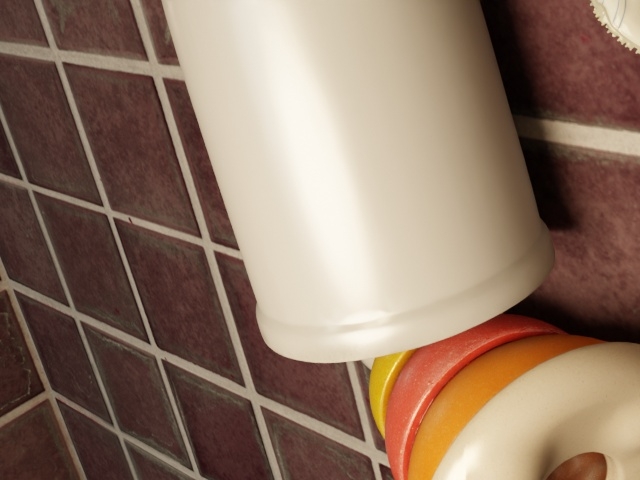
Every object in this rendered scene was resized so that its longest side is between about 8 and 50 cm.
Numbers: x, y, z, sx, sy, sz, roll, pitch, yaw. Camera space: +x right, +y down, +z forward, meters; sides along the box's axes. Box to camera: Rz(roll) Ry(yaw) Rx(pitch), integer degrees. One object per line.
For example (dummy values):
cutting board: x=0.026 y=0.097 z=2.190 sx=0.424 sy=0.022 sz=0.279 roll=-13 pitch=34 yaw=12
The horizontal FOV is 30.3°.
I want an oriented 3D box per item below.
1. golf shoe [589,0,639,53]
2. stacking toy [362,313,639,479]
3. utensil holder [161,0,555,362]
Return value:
golf shoe: x=0.274 y=-0.242 z=1.041 sx=0.176 sy=0.069 sz=0.086 roll=57 pitch=142 yaw=1
stacking toy: x=0.172 y=0.177 z=1.382 sx=0.480 sy=0.351 sz=0.350 roll=45 pitch=150 yaw=53
utensil holder: x=0.038 y=-0.118 z=1.226 sx=0.328 sy=0.328 sz=0.385 roll=6 pitch=120 yaw=52
